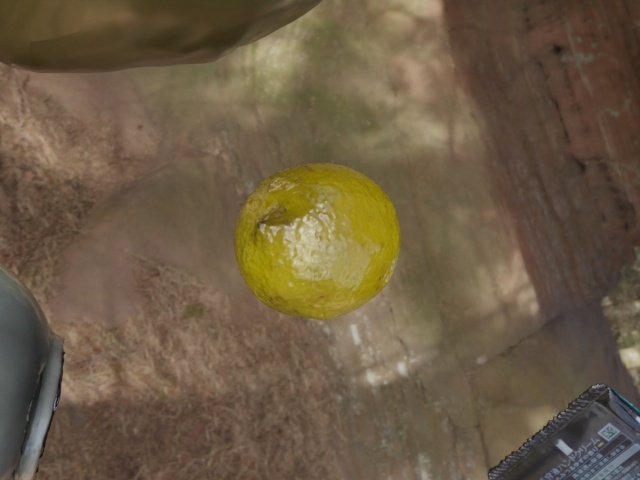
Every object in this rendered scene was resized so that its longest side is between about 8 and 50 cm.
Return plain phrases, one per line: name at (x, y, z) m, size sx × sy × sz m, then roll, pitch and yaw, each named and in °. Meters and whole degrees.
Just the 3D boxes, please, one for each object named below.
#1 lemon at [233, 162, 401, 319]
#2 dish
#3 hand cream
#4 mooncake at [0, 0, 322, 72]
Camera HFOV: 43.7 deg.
lemon at (0.000, 0.000, 0.553) m, size 0.133 × 0.109 × 0.109 m, roll 1°, pitch 73°, yaw -48°
dish at (-0.212, 0.103, 0.511) m, size 0.078 × 0.246 × 0.224 m, roll 15°, pitch 68°, yaw -20°
hand cream at (0.269, 0.211, 0.638) m, size 0.270 × 0.120 × 0.061 m, roll 32°, pitch 26°, yaw -21°
mooncake at (-0.128, -0.256, 0.344) m, size 0.201 × 0.378 × 0.378 m, roll -30°, pitch 102°, yaw -51°
